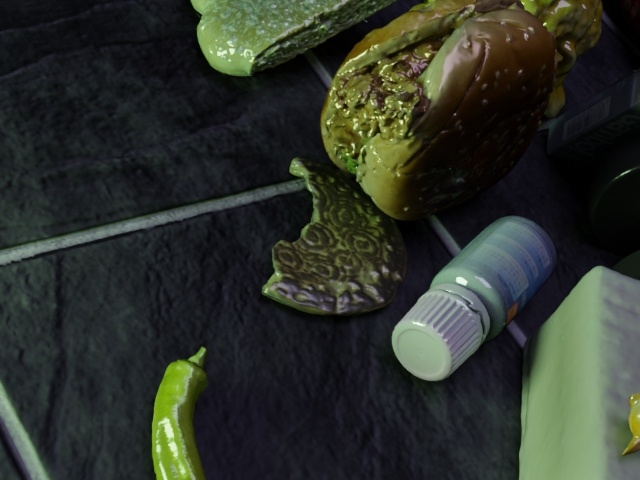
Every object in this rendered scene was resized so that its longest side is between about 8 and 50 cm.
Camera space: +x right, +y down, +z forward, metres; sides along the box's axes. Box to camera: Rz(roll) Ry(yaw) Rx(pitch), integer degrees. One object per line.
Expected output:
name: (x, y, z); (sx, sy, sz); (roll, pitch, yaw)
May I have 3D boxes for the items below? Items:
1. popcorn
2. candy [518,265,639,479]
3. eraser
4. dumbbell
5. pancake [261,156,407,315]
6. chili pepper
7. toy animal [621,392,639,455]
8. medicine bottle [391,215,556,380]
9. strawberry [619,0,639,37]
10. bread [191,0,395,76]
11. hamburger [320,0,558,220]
popcorn: (0.212, -0.240, 1.336); (0.235, 0.217, 0.181); (-27, 40, -33)
candy: (0.284, 0.207, 0.999); (0.208, 0.145, 0.359); (22, 44, -7)
eraser: (0.335, -0.129, 1.282); (0.092, 0.212, 0.046); (15, 75, -13)
dumbbell: (0.356, 0.011, 1.202); (0.152, 0.152, 0.218); (17, 46, -12)
pancake: (0.000, 0.000, 1.132); (0.190, 0.020, 0.184); (-28, 68, -42)
chili pepper: (-0.106, 0.176, 0.914); (0.049, 0.043, 0.208); (25, 44, -41)
toy animal: (0.277, 0.148, 0.910); (0.083, 0.060, 0.081); (-5, 51, -39)
medicine bottle: (0.145, 0.053, 1.111); (0.083, 0.083, 0.203); (42, 46, 12)
strawberry: (0.550, -0.328, 1.546); (0.312, 0.267, 0.351); (-25, 40, -33)
bread: (-0.031, -0.295, 1.290); (0.286, 0.056, 0.207); (-33, 59, -18)
hamburger: (0.121, -0.134, 1.142); (0.146, 0.243, 0.286); (49, 15, 25)
